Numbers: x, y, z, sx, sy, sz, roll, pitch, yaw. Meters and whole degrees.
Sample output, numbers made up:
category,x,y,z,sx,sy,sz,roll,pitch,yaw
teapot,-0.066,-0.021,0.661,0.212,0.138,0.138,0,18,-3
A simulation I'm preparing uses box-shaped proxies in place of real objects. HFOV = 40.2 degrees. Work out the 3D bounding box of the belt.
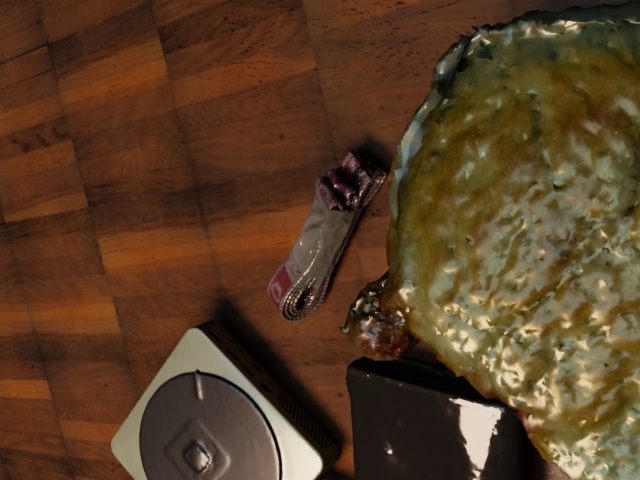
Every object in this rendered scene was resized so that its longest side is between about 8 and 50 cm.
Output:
category,x,y,z,sx,sy,sz,roll,pitch,yaw
belt,0.000,0.000,1.008,0.053,0.071,0.232,53,130,35

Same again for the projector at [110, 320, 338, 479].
category,x,y,z,sx,sy,sz,roll,pitch,yaw
projector,-0.134,0.281,1.185,0.257,0.079,0.259,44,115,16

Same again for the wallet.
category,x,y,z,sx,sy,sz,roll,pitch,yaw
wallet,0.136,0.343,1.012,0.228,0.062,0.406,9,110,38

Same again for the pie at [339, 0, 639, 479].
category,x,y,z,sx,sy,sz,roll,pitch,yaw
pie,0.252,0.009,0.729,0.418,0.180,0.395,25,107,28
